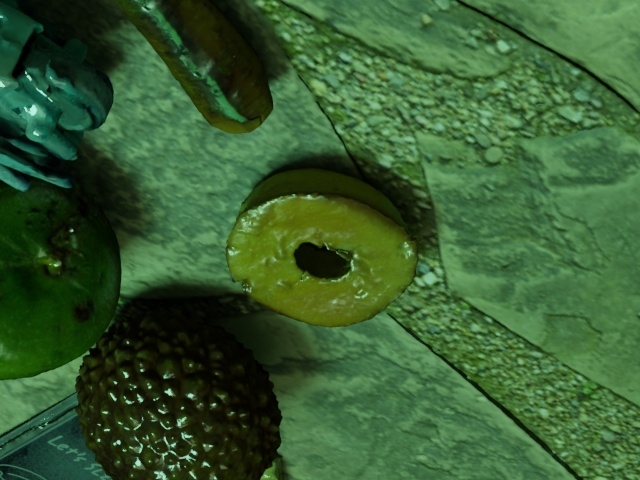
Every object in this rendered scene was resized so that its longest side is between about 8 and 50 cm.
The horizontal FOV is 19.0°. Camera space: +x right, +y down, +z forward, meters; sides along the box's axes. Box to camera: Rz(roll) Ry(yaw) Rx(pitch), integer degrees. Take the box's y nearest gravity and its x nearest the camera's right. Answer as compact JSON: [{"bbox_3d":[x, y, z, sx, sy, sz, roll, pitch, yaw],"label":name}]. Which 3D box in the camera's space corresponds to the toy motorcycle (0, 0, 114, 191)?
[{"bbox_3d":[-0.300,-0.144,1.567,0.260,0.154,0.206,28,157,-15],"label":"toy motorcycle"}]

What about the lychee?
[{"bbox_3d":[-0.136,0.175,1.869,0.200,0.200,0.238,-11,124,17],"label":"lychee"}]

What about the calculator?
[{"bbox_3d":[-0.285,0.255,2.093,0.274,0.028,0.166,-30,125,30],"label":"calculator"}]

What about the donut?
[{"bbox_3d":[0.000,0.000,1.753,0.162,0.065,0.178,-32,126,28],"label":"donut"}]

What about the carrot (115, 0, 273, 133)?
[{"bbox_3d":[-0.123,-0.185,1.553,0.070,0.070,0.260,-20,132,25],"label":"carrot"}]

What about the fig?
[{"bbox_3d":[-0.301,0.025,1.765,0.203,0.203,0.235,31,171,-27],"label":"fig"}]

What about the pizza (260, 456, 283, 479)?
[{"bbox_3d":[-0.087,0.295,2.104,0.134,0.046,0.175,27,133,-24],"label":"pizza"}]
